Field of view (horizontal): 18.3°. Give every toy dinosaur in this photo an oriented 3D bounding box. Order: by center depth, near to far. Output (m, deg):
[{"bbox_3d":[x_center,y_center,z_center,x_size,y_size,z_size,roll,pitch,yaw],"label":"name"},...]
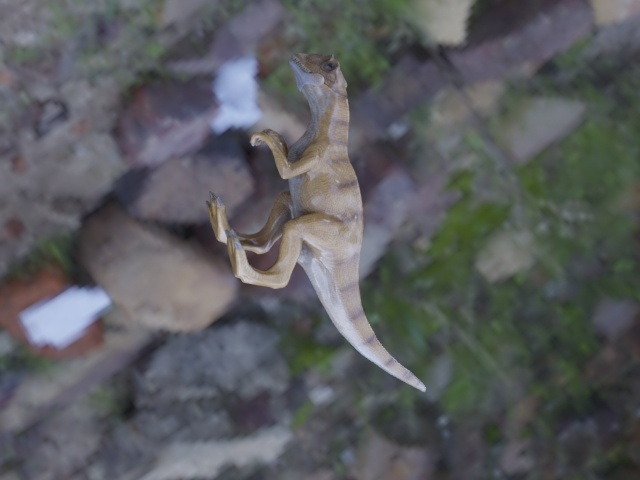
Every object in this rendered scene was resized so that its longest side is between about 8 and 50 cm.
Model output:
[{"bbox_3d":[0.000,0.000,1.132,0.112,0.064,0.211,-11,98,-14],"label":"toy dinosaur"}]
